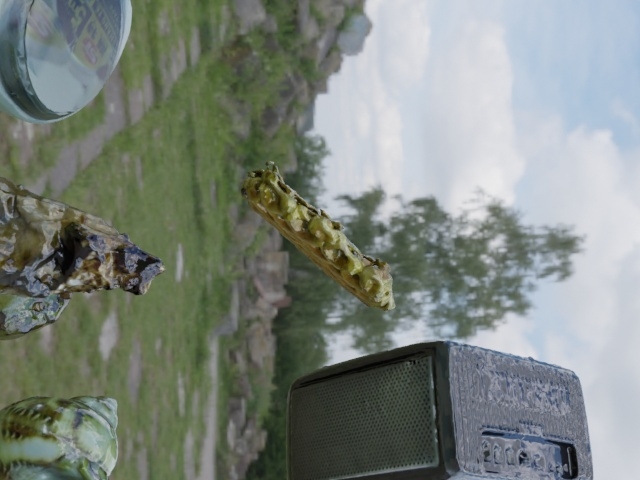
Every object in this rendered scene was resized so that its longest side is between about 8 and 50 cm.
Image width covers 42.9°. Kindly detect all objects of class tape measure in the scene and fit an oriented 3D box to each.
[{"bbox_3d":[-0.365,-0.289,1.048,0.259,0.138,0.262,65,44,-63],"label":"tape measure"}]

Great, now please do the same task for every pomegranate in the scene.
[{"bbox_3d":[-0.405,0.072,1.088,0.125,0.138,0.163,51,-29,1],"label":"pomegranate"}]

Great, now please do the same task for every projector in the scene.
[{"bbox_3d":[0.203,0.331,1.432,0.405,0.395,0.242,-25,-123,45],"label":"projector"}]

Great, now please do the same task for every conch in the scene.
[{"bbox_3d":[-0.254,0.241,0.793,0.181,0.187,0.124,-67,154,-6],"label":"conch"}]

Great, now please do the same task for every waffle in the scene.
[{"bbox_3d":[-0.001,0.001,1.052,0.254,0.052,0.245,41,-6,0],"label":"waffle"}]

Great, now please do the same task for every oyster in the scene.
[{"bbox_3d":[-0.313,-0.014,0.750,0.078,0.345,0.128,-82,-170,-81],"label":"oyster"}]
